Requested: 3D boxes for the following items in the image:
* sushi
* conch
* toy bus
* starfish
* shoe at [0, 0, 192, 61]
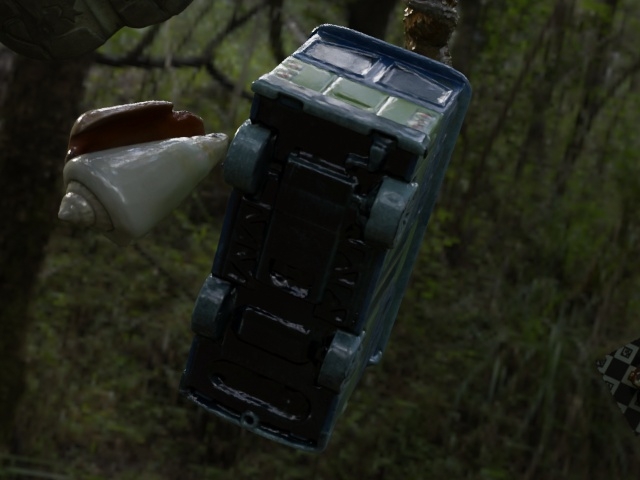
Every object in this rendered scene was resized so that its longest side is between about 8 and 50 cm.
[{"bbox_3d":[0.445,0.186,1.689,0.120,0.126,0.026,-29,13,2],"label":"sushi"},{"bbox_3d":[-0.149,-0.064,1.067,0.104,0.176,0.094,43,-23,22],"label":"conch"},{"bbox_3d":[0.000,0.000,1.071,0.152,0.312,0.190,21,30,9],"label":"toy bus"},{"bbox_3d":[0.128,-0.266,1.488,0.113,0.312,0.303,11,34,-5],"label":"starfish"},{"bbox_3d":[-0.323,-0.385,1.869,0.342,0.132,0.210,-14,39,19],"label":"shoe"}]
